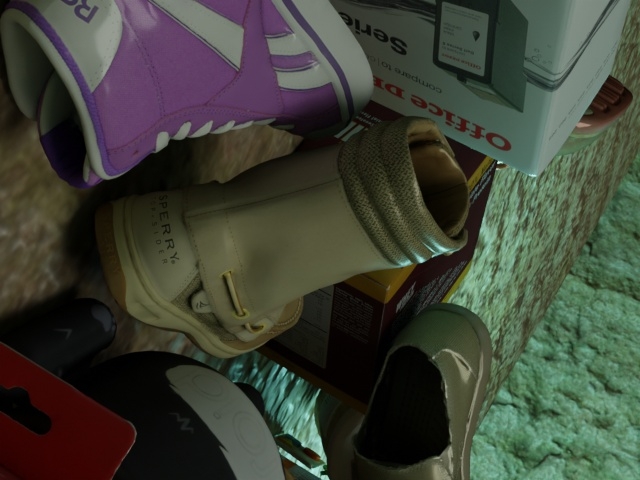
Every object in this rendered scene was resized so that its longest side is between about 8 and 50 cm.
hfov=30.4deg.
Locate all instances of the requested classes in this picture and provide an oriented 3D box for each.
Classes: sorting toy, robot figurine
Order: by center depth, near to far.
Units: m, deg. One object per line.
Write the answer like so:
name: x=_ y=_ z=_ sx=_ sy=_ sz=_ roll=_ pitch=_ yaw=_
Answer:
robot figurine: x=-0.130 y=0.164 z=0.687 sx=0.173 sy=0.209 sz=0.278 roll=-50 pitch=169 yaw=24
sorting toy: x=-0.012 y=0.233 z=1.266 sx=0.012 sy=0.083 sz=0.062 roll=-57 pitch=163 yaw=1

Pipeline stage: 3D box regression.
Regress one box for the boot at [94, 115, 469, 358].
boot: x=0.000 y=0.000 z=0.754 sx=0.262 sy=0.203 sz=0.095 roll=35 pitch=39 yaw=-69

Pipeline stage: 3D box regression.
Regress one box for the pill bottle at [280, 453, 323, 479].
pill bottle: x=0.050 y=0.400 z=1.180 sx=0.224 sy=0.392 sz=0.224 roll=-52 pitch=160 yaw=-27

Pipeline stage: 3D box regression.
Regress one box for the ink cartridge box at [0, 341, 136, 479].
ink cartridge box: x=-0.199 y=0.150 z=0.519 sx=0.231 sy=0.134 sz=0.078 roll=-60 pitch=162 yaw=-7

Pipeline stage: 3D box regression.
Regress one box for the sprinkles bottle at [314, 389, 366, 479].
sprinkles bottle: x=0.060 y=0.195 z=1.178 sx=0.121 sy=0.121 sz=0.355 roll=-61 pitch=-178 yaw=-1

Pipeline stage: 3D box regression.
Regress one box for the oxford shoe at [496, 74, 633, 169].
oxford shoe: x=0.195 y=-0.119 z=1.117 sx=0.146 sy=0.140 sz=0.397 roll=-61 pitch=179 yaw=17

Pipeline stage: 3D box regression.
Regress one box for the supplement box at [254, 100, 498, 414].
supplement box: x=0.042 y=0.001 z=0.987 sx=0.191 sy=0.129 sz=0.194 roll=-51 pitch=160 yaw=-31

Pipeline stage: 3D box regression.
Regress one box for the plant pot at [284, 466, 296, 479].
plant pot: x=-0.098 y=0.256 z=0.907 sx=0.188 sy=0.205 sz=0.205 roll=-39 pitch=157 yaw=-16

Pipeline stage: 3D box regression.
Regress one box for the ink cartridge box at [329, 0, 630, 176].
ink cartridge box: x=0.084 y=-0.185 z=0.703 sx=0.115 sy=0.198 sz=0.273 roll=-54 pitch=161 yaw=-22

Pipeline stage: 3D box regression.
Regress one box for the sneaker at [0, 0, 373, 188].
sneaker: x=-0.072 y=-0.087 z=0.611 sx=0.161 sy=0.102 sz=0.282 roll=-53 pitch=156 yaw=-4

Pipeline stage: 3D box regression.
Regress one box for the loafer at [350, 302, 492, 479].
loafer: x=0.067 y=0.182 z=0.931 sx=0.092 sy=0.102 sz=0.269 roll=0 pitch=97 yaw=-55
